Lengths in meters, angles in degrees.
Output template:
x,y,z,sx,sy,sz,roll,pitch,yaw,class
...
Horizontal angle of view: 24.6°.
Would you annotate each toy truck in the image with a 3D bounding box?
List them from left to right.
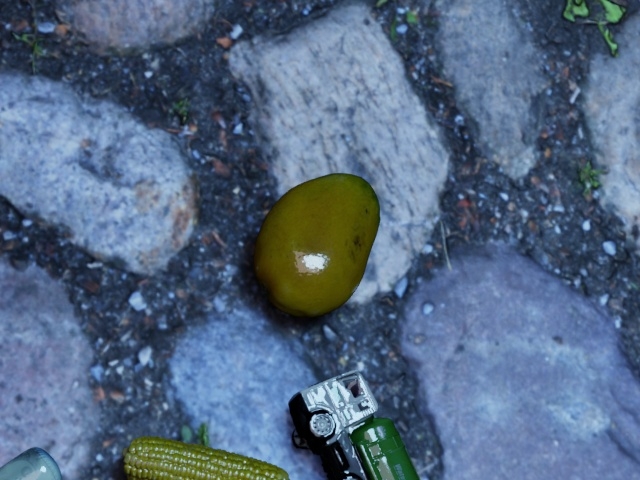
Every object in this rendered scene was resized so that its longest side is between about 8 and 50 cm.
x,y,z,sx,sy,sz,roll,pitch,yaw,class
0.055,0.291,1.897,0.125,0.101,0.242,-22,79,-18,toy truck

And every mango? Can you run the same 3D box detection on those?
x,y,z,sx,sy,sz,roll,pitch,yaw,class
-0.006,-0.001,1.973,0.151,0.120,0.221,21,64,-4,mango

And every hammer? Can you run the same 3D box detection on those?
x,y,z,sx,sy,sz,roll,pitch,yaw,class
-0.346,0.363,1.843,0.116,0.069,0.194,-34,84,-17,hammer

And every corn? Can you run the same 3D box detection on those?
x,y,z,sx,sy,sz,roll,pitch,yaw,class
-0.139,0.303,1.878,0.238,0.080,0.080,16,71,-4,corn
